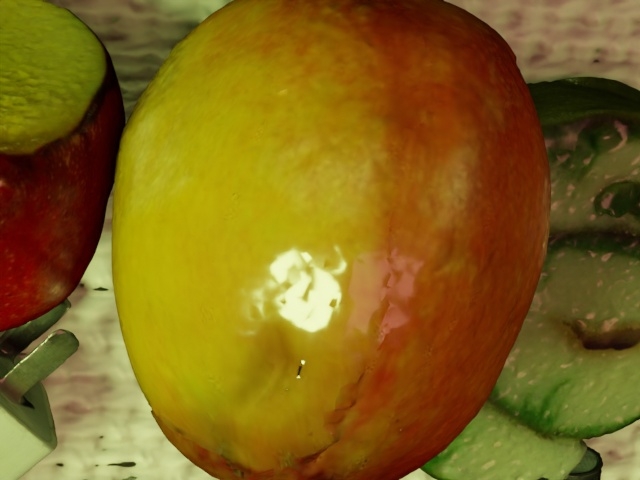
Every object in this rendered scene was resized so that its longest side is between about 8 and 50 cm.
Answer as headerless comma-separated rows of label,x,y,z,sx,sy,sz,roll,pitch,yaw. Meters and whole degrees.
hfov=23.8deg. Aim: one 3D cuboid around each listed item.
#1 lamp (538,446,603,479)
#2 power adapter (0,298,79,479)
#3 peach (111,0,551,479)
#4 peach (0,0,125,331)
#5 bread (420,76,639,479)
lamp,0.088,0.279,1.427,0.371,0.130,0.108,-15,114,-22
power adapter,-0.276,0.124,1.210,0.205,0.130,0.125,-40,119,3
peach,0.002,0.001,1.044,0.290,0.372,0.372,27,105,-36
peach,-0.251,-0.050,1.056,0.249,0.274,0.245,-21,115,0
bread,0.193,0.053,1.319,0.366,0.129,0.381,0,115,-17
